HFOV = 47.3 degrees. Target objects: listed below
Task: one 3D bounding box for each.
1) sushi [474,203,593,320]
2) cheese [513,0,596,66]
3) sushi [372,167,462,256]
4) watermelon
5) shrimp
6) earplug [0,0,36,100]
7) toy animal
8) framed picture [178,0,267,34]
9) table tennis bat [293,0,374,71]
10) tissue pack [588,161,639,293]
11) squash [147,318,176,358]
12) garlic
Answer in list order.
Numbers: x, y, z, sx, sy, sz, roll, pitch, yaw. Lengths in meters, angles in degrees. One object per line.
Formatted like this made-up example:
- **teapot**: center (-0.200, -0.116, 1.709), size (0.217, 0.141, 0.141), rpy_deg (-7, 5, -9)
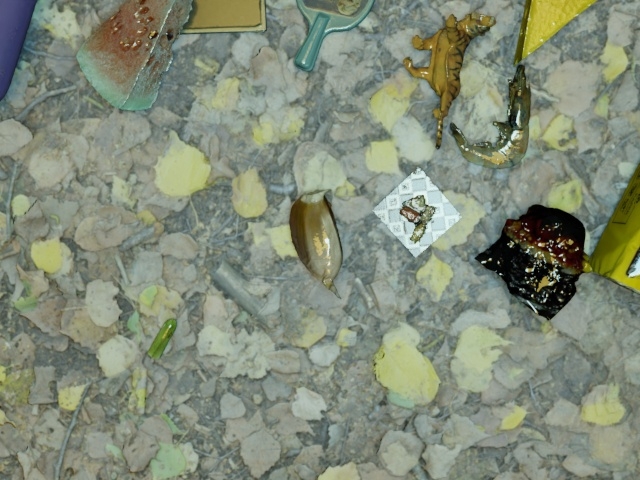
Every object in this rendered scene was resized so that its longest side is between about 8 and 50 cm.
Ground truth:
- **sushi**: center (0.402, 0.020, 1.317), size (0.172, 0.153, 0.150), rpy_deg (40, 117, 19)
- **cheese**: center (0.402, -0.392, 1.314), size (0.126, 0.093, 0.171), rpy_deg (29, 96, -2)
- **sushi**: center (0.183, -0.053, 1.387), size (0.120, 0.026, 0.126), rpy_deg (-42, 87, 8)
- **watermelon**: center (-0.332, -0.373, 1.358), size (0.154, 0.094, 0.241), rpy_deg (43, 104, 10)
- **shrimp**: center (0.317, -0.232, 1.363), size (0.148, 0.035, 0.195), rpy_deg (4, 96, 5)
- **earplug**: center (-0.617, -0.453, 1.321), size (0.215, 0.215, 0.455), rpy_deg (19, 98, 2)
- **toy animal**: center (0.227, -0.295, 1.342), size (0.116, 0.114, 0.255), rpy_deg (2, 102, -40)
- **framed picture**: center (-0.198, -0.520, 1.375), size (0.189, 0.023, 0.259), rpy_deg (-2, 94, 3)
- **table tennis bat**: center (0.011, -0.429, 1.365), size (0.149, 0.038, 0.237), rpy_deg (25, 92, 1)
- **tissue pack**: center (0.688, -0.048, 1.256), size (0.293, 0.228, 0.381), rpy_deg (26, 94, 3)
- **squash**: center (-0.308, 0.191, 1.433), size (0.028, 0.027, 0.083), rpy_deg (29, 96, 1)
- **garlic**: center (0.000, 0.009, 1.350), size (0.091, 0.128, 0.198), rpy_deg (-9, 91, -12)
